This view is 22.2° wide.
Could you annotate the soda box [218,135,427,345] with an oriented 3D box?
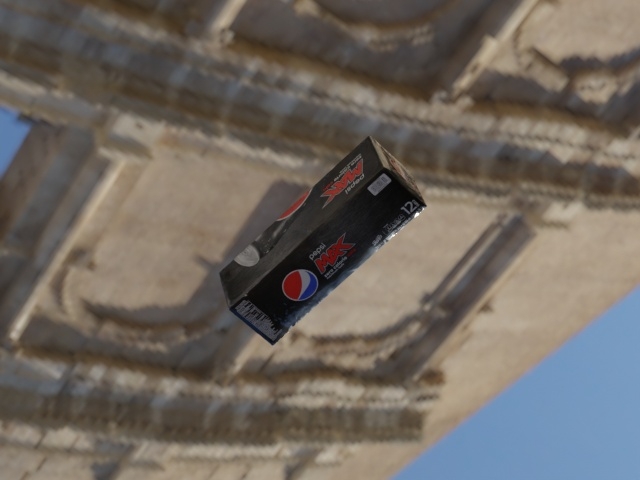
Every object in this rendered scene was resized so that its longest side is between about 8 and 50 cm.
[{"bbox_3d":[0.000,0.000,1.271,0.053,0.169,0.060,41,-166,-29],"label":"soda box"}]
